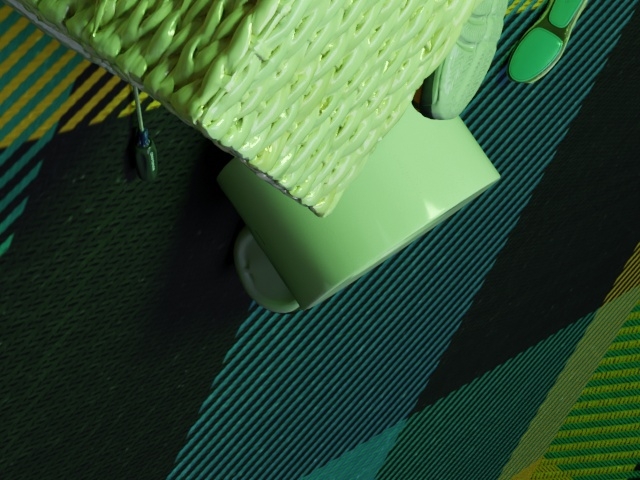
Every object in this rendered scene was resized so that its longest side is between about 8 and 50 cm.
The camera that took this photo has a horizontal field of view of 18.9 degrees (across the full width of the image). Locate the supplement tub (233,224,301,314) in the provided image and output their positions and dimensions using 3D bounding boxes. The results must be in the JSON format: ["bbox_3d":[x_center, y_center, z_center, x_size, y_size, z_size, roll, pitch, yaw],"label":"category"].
[{"bbox_3d":[0.000,0.000,2.190,0.190,0.117,0.117,-30,151,-47],"label":"supplement tub"}]

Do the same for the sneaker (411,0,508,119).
[{"bbox_3d":[0.078,-0.274,1.765,0.124,0.180,0.321,13,85,-68],"label":"sneaker"}]

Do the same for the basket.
[{"bbox_3d":[-0.042,-0.240,1.490,0.331,0.266,0.328,-54,159,1],"label":"basket"}]

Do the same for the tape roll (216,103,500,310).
[{"bbox_3d":[0.039,-0.065,1.975,0.246,0.169,0.246,-33,177,-2],"label":"tape roll"}]

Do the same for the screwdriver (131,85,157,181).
[{"bbox_3d":[-0.165,-0.113,1.787,0.025,0.024,0.170,-13,145,-14],"label":"screwdriver"}]

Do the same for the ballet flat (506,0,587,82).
[{"bbox_3d":[0.301,-0.270,2.479,0.168,0.057,0.052,-55,169,8],"label":"ballet flat"}]
